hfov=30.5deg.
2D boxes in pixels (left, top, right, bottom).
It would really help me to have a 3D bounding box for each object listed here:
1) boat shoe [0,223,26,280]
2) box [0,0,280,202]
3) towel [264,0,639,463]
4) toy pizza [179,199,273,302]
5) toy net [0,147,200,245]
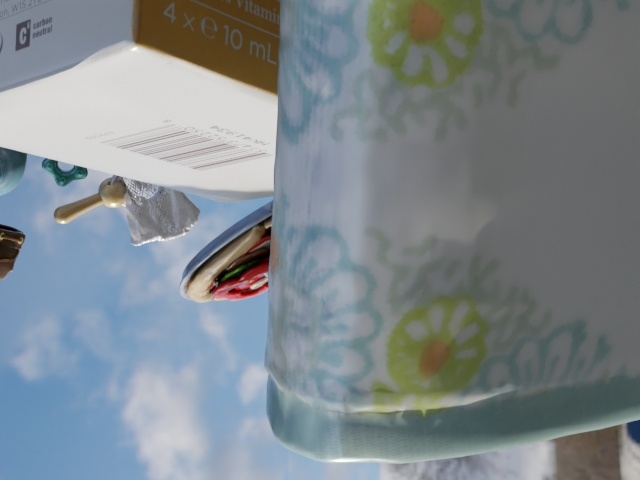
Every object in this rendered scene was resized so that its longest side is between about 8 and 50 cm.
[{"bbox_3d":[-0.360,-0.018,1.106,0.073,0.073,0.207,-56,-29,-4],"label":"boat shoe"},{"bbox_3d":[-0.060,-0.213,0.594,0.215,0.168,0.345,13,-106,-48],"label":"box"},{"bbox_3d":[0.153,-0.081,0.512,0.090,0.374,0.321,34,126,57],"label":"towel"},{"bbox_3d":[0.000,0.000,0.794,0.032,0.201,0.201,63,-172,12],"label":"toy pizza"},{"bbox_3d":[-0.220,-0.072,1.090,0.045,0.232,0.122,-119,48,-71],"label":"toy net"}]
